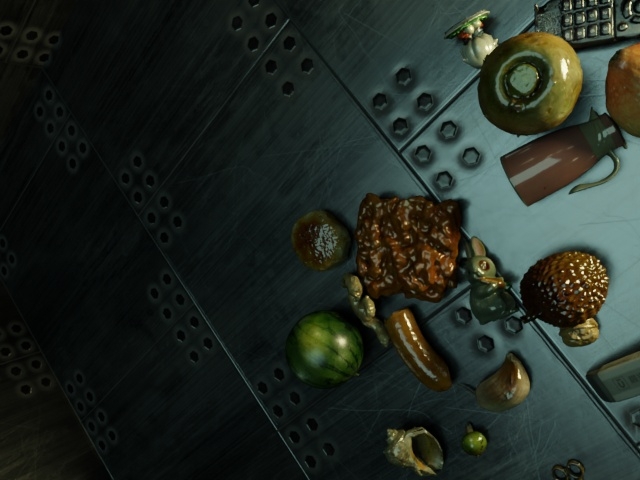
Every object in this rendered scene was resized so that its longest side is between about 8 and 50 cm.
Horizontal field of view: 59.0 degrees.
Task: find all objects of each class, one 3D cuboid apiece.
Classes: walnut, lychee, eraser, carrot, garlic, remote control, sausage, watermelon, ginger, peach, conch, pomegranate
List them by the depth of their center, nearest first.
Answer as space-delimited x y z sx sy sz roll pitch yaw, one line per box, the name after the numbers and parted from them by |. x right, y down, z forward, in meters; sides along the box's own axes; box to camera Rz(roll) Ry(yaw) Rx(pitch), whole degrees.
0.727 -0.339 1.235 0.232 0.232 0.233 5 100 30 | peach
0.708 -0.523 1.307 0.398 0.062 0.145 0 98 30 | remote control
0.487 -0.351 1.308 0.224 0.340 0.224 3 98 26 | carrot
0.788 0.301 1.338 0.089 0.061 0.352 56 134 11 | eraser
0.592 0.129 1.395 0.238 0.200 0.200 -42 74 -2 | lychee
0.656 0.231 1.443 0.096 0.082 0.079 -19 59 33 | walnut
0.491 0.412 1.576 0.198 0.090 0.129 -46 58 34 | garlic
0.436 0.579 1.633 0.084 0.073 0.073 38 116 40 | pomegranate
0.288 0.327 1.662 0.109 0.109 0.271 -42 76 29 | sausage
0.284 0.631 1.694 0.207 0.130 0.155 43 130 3 | conch
0.136 0.208 1.719 0.065 0.149 0.259 -29 76 -6 | ginger
0.014 0.337 1.751 0.242 0.242 0.243 5 100 30 | watermelon

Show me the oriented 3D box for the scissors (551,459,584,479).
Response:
0.711 0.698 1.514 0.088 0.017 0.220 -36 79 29 | scissors

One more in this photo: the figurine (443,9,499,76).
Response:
0.407 -0.498 1.466 0.132 0.132 0.154 -25 96 31 | figurine

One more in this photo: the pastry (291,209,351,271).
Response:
0.000 0.000 1.792 0.182 0.093 0.192 -43 75 26 | pastry

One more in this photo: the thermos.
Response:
0.599 -0.195 1.378 0.265 0.146 0.177 -28 83 27 | thermos

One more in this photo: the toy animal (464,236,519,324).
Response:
0.437 0.112 1.537 0.138 0.108 0.236 -37 78 30 | toy animal

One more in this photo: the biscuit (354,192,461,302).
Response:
0.248 0.024 1.638 0.312 0.110 0.318 5 100 29 | biscuit
